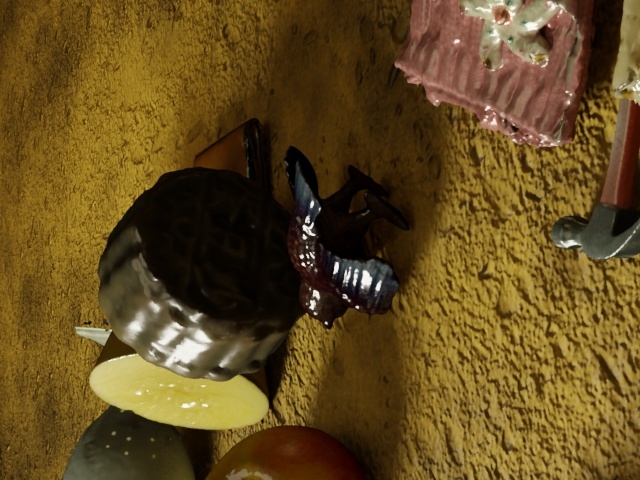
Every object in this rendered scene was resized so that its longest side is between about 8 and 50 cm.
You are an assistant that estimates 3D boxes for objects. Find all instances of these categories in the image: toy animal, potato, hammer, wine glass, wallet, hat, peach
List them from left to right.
[{"bbox_3d":[-0.238,0.277,1.659,0.190,0.190,0.357,0,83,62],"label":"wine glass"},{"bbox_3d":[-0.149,0.115,1.529,0.178,0.204,0.158,87,-168,-56],"label":"potato"},{"bbox_3d":[-0.109,-0.034,1.604,0.161,0.042,0.195,-22,67,56],"label":"wallet"},{"bbox_3d":[-0.031,0.284,1.344,0.190,0.192,0.190,-8,71,23],"label":"peach"},{"bbox_3d":[-0.001,0.007,1.316,0.218,0.116,0.179,54,132,41],"label":"toy animal"},{"bbox_3d":[0.148,-0.231,1.078,0.237,0.107,0.286,33,121,47],"label":"hat"},{"bbox_3d":[0.237,-0.126,0.979,0.111,0.033,0.287,20,104,61],"label":"hammer"}]

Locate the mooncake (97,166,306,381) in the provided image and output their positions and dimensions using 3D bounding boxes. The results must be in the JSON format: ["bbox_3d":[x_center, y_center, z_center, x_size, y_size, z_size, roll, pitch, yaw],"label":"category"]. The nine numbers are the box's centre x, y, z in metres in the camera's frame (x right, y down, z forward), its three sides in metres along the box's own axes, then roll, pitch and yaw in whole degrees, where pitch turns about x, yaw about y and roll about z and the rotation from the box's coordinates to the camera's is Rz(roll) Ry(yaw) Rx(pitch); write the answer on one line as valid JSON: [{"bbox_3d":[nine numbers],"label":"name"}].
[{"bbox_3d":[-0.119,0.031,1.417,0.124,0.228,0.228,-54,42,48],"label":"mooncake"}]

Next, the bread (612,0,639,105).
[{"bbox_3d":[0.262,-0.156,0.880,0.119,0.084,0.177,11,97,57],"label":"bread"}]
